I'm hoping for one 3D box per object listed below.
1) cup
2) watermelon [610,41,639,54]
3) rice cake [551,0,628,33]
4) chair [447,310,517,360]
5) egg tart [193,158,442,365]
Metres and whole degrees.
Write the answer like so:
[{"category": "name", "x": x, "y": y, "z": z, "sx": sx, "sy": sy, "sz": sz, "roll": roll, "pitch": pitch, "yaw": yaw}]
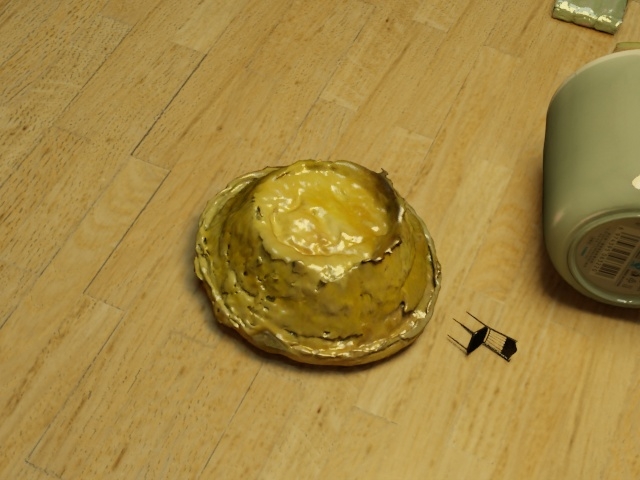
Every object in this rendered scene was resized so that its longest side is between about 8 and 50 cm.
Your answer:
[{"category": "cup", "x": 0.464, "y": -0.045, "z": 1.808, "sx": 0.357, "sy": 0.259, "sz": 0.274, "roll": 34, "pitch": 45, "yaw": -22}, {"category": "watermelon", "x": 0.505, "y": -0.239, "z": 2.089, "sx": 0.119, "sy": 0.063, "sz": 0.245, "roll": 3, "pitch": 48, "yaw": 11}, {"category": "rice cake", "x": 0.475, "y": -0.440, "z": 2.264, "sx": 0.127, "sy": 0.043, "sz": 0.237, "roll": 20, "pitch": 48, "yaw": 9}, {"category": "chair", "x": 0.208, "y": 0.128, "z": 1.720, "sx": 0.086, "sy": 0.037, "sz": 0.042, "roll": 32, "pitch": 39, "yaw": 23}, {"category": "egg tart", "x": 0.000, "y": 0.000, "z": 1.738, "sx": 0.345, "sy": 0.132, "sz": 0.345, "roll": 3, "pitch": 49, "yaw": -4}]
